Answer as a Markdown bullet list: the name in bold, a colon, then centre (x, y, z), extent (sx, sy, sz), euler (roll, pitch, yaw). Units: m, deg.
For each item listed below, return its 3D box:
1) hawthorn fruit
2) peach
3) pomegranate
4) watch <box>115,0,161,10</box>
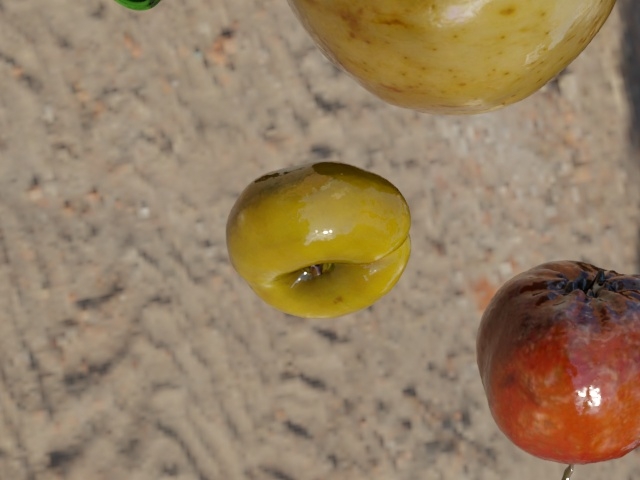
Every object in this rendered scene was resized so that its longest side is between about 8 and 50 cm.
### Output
- **hawthorn fruit**: centre (0.292, 0.164, 1.810), extent (0.242, 0.241, 0.272), euler (-42, 137, -62)
- **peach**: centre (0.000, 0.000, 1.468), extent (0.179, 0.179, 0.103), euler (47, 31, -49)
- **pomegranate**: centre (0.153, -0.309, 1.541), extent (0.410, 0.410, 0.410), euler (38, 46, -55)
- **watch**: centre (-0.188, -0.322, 1.744), extent (0.131, 0.165, 0.152), euler (-39, 150, -40)
